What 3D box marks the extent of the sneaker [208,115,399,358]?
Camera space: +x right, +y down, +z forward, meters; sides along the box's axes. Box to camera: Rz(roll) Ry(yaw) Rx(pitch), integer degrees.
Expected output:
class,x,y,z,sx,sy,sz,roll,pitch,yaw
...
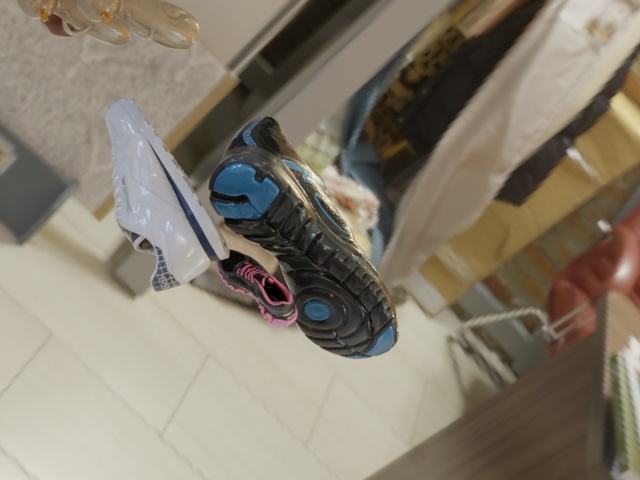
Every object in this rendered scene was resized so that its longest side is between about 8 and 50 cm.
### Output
class,x,y,z,sx,sy,sz,roll,pitch,yaw
sneaker,0.000,0.000,1.381,0.341,0.125,0.140,57,27,-29

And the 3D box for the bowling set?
class,x,y,z,sx,sy,sz,roll,pitch,yaw
bowling set,-0.250,-0.268,1.128,0.154,0.200,0.287,16,47,-44

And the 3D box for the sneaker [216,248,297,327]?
class,x,y,z,sx,sy,sz,roll,pitch,yaw
sneaker,-0.072,0.046,1.322,0.119,0.057,0.047,39,68,15

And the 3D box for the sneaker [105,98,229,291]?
class,x,y,z,sx,sy,sz,roll,pitch,yaw
sneaker,-0.192,-0.055,1.261,0.235,0.095,0.090,58,0,25
